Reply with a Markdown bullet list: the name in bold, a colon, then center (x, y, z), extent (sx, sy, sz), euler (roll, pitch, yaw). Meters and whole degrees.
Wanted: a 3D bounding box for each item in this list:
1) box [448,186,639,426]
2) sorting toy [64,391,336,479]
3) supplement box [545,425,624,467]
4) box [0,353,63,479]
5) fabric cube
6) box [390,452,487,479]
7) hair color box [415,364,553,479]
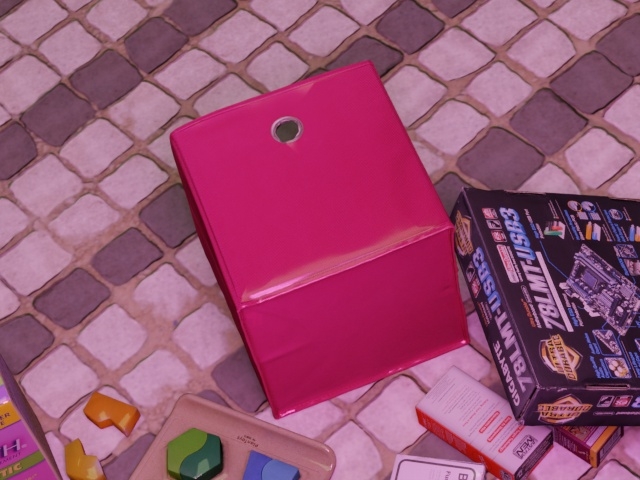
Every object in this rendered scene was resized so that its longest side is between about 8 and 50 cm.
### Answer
- **box**: center (0.313, 0.070, 1.873), extent (0.293, 0.073, 0.295), euler (1, 45, -20)
- **sorting toy**: center (-0.164, 0.278, 1.927), extent (0.307, 0.041, 0.229), euler (18, 61, 22)
- **supplement box**: center (0.285, 0.203, 1.894), extent (0.083, 0.043, 0.055), euler (33, 67, 27)
- **box**: center (-0.418, 0.234, 1.883), extent (0.213, 0.243, 0.117), euler (-24, 54, -7)
- **fabric cube**: center (0.000, 0.000, 1.957), extent (0.254, 0.259, 0.258), euler (-20, 55, -5)
- **box**: center (0.115, 0.348, 1.673), extent (0.087, 0.290, 0.169), euler (7, 58, 15)
- **hair color box**: center (0.182, 0.207, 1.910), extent (0.141, 0.043, 0.072), euler (34, 67, 30)
